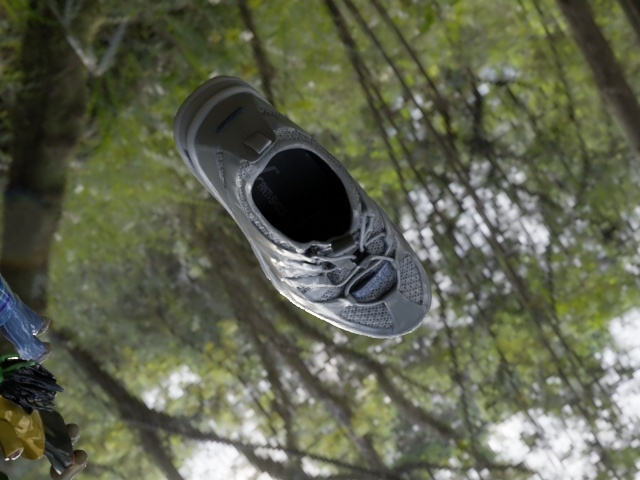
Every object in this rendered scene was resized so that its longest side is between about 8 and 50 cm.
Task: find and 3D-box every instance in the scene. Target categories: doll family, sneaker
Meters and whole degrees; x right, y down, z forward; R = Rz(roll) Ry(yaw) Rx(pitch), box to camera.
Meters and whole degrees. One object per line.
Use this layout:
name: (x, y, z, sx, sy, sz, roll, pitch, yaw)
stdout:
doll family: (-0.177, 0.069, 0.663, 0.076, 0.111, 0.193, -34, -133, -1)
sneaker: (0.000, 0.000, 0.949, 0.105, 0.281, 0.115, -48, -143, 0)
